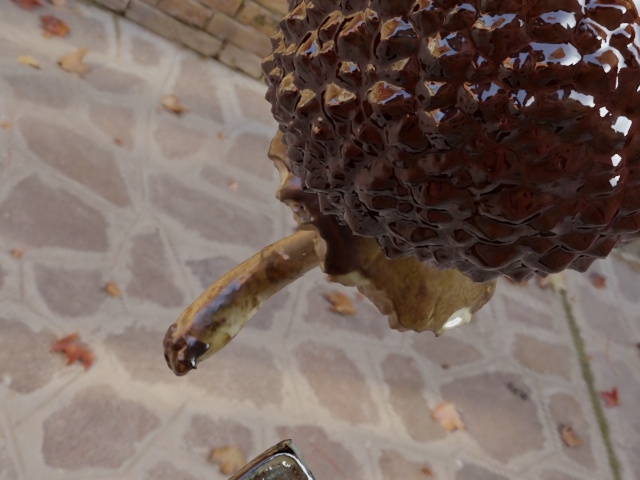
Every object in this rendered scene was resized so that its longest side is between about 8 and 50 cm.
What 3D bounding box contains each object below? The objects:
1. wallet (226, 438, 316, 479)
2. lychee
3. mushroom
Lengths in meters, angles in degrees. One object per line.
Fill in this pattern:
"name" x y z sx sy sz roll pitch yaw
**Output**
"wallet" -0.011 0.238 0.562 0.122 0.031 0.232 -33 102 -25
"lychee" 0.109 -0.105 0.604 0.264 0.300 0.264 29 56 -57
"mushroom" -0.004 -0.027 0.843 0.233 0.301 0.208 -68 146 -47
